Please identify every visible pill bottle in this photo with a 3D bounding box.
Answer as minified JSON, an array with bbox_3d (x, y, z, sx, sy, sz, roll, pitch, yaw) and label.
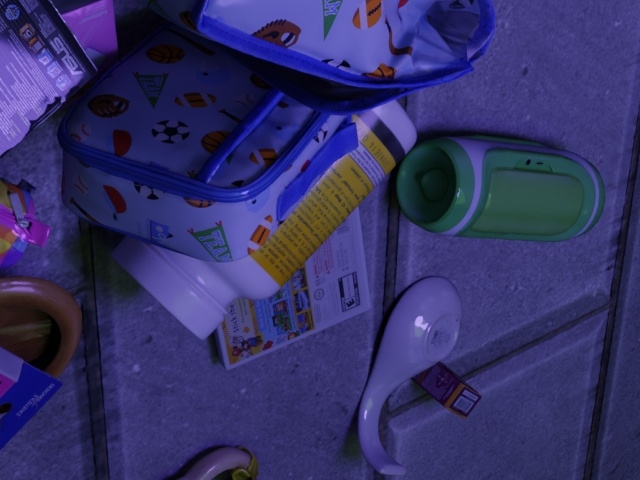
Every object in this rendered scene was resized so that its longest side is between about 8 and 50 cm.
[{"bbox_3d":[-0.067,-0.058,1.940,0.334,0.188,0.188,-47,141,-4],"label":"pill bottle"}]

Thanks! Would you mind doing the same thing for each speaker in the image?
[{"bbox_3d":[0.236,-0.064,2.268,0.296,0.131,0.131,3,117,-44],"label":"speaker"}]

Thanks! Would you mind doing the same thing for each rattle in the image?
[{"bbox_3d":[-0.140,0.356,2.242,0.200,0.142,0.130,-16,148,-42],"label":"rattle"}]

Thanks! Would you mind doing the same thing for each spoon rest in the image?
[{"bbox_3d":[0.115,0.178,2.397,0.137,0.084,0.276,15,96,-49],"label":"spoon rest"}]

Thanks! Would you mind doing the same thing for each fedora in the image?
[{"bbox_3d":[-0.354,0.098,1.879,0.194,0.079,0.194,-17,130,-21],"label":"fedora"}]

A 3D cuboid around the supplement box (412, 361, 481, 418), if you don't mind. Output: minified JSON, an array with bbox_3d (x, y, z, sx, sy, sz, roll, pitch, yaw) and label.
[{"bbox_3d":[0.175,0.204,2.453,0.043,0.083,0.055,-54,141,4],"label":"supplement box"}]

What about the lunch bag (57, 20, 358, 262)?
[{"bbox_3d":[-0.099,-0.110,1.738,0.303,0.243,0.115,-52,152,-46],"label":"lunch bag"}]

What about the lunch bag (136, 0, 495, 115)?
[{"bbox_3d":[-0.050,-0.284,1.670,0.385,0.328,0.239,13,108,-51],"label":"lunch bag"}]

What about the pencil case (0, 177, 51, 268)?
[{"bbox_3d":[-0.377,-0.051,1.728,0.104,0.104,0.236,-53,141,4],"label":"pencil case"}]

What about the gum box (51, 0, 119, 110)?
[{"bbox_3d":[-0.294,-0.178,1.732,0.188,0.062,0.107,-26,135,-27],"label":"gum box"}]

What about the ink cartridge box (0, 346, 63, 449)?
[{"bbox_3d":[-0.443,0.144,1.773,0.176,0.069,0.371,-46,132,11],"label":"ink cartridge box"}]

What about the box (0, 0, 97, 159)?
[{"bbox_3d":[-0.357,-0.190,1.585,0.216,0.060,0.270,-45,123,-19],"label":"box"}]

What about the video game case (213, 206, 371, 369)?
[{"bbox_3d":[-0.043,0.034,2.134,0.206,0.026,0.227,-23,133,-16],"label":"video game case"}]
